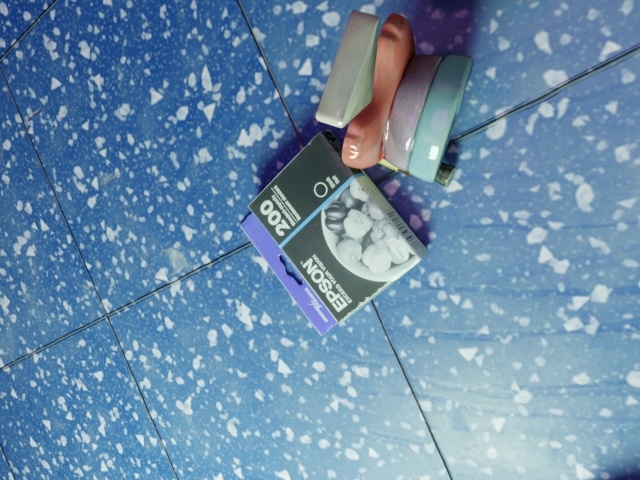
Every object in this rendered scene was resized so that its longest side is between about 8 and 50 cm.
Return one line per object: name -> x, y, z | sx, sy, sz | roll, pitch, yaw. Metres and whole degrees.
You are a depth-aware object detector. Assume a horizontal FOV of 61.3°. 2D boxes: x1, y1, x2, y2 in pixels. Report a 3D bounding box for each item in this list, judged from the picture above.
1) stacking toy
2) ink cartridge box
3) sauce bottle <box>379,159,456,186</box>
stacking toy -> 0.121, -0.196, 0.481 | 0.130, 0.279, 0.309 | 19, 103, 11
ink cartridge box -> 0.000, 0.000, 0.716 | 0.208, 0.045, 0.206 | -43, 80, 29
sauce bottle -> 0.099, -0.102, 0.645 | 0.128, 0.042, 0.042 | 26, 111, 20
